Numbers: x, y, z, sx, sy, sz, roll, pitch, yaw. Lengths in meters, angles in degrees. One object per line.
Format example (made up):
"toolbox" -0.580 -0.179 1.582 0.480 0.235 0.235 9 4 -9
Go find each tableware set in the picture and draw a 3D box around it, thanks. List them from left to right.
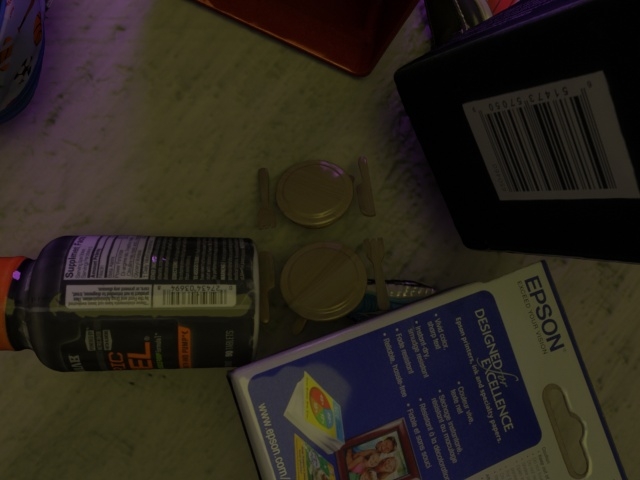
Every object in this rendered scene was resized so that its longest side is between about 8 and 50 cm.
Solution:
"tableware set" 0.000 0.000 0.583 0.128 0.039 0.194 -6 60 2

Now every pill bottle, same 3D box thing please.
"pill bottle" -0.186 0.060 0.529 0.245 0.130 0.131 1 89 -11

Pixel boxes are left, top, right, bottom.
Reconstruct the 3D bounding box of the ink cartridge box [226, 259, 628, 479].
"ink cartridge box" 0.109 0.206 0.481 0.307 0.072 0.304 -17 85 -18

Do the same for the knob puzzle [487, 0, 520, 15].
"knob puzzle" 0.280 -0.283 0.680 0.213 0.030 0.213 0 89 -11

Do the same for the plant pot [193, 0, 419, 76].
"plant pot" 0.000 -0.368 0.524 0.267 0.267 0.236 21 72 -10

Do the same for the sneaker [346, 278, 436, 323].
"sneaker" 0.051 0.080 0.610 0.162 0.063 0.073 4 92 -10

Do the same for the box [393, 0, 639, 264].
"box" 0.326 -0.168 0.504 0.395 0.293 0.212 -34 108 -21

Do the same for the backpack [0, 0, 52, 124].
"backpack" -0.362 -0.221 0.461 0.276 0.213 0.264 -2 81 -5

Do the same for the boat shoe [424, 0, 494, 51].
"boat shoe" 0.162 -0.199 0.630 0.073 0.080 0.224 -25 98 -16
